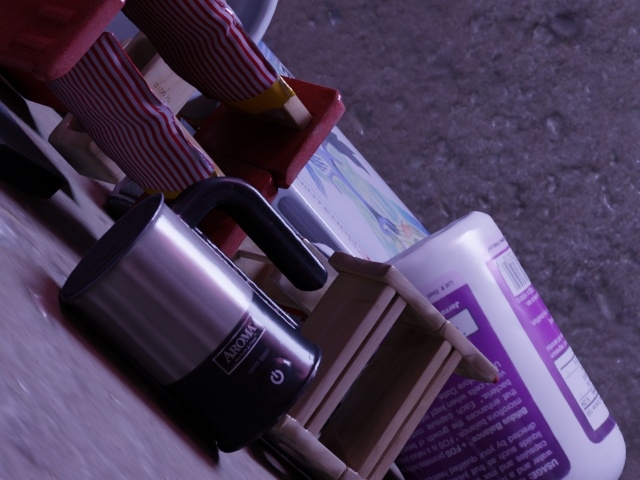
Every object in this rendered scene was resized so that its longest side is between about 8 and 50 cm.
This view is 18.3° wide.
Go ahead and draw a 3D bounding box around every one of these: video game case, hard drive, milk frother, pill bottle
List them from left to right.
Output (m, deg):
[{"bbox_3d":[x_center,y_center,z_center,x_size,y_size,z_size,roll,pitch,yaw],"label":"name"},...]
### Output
[{"bbox_3d":[-0.229,-0.088,1.291,0.135,0.022,0.094,49,5,23],"label":"hard drive"},{"bbox_3d":[-0.081,0.042,1.176,0.135,0.129,0.143,46,-39,-14],"label":"milk frother"},{"bbox_3d":[0.016,-0.035,1.801,0.300,0.036,0.329,48,13,-14],"label":"video game case"},{"bbox_3d":[0.135,0.143,1.573,0.302,0.169,0.169,59,5,0],"label":"pill bottle"}]

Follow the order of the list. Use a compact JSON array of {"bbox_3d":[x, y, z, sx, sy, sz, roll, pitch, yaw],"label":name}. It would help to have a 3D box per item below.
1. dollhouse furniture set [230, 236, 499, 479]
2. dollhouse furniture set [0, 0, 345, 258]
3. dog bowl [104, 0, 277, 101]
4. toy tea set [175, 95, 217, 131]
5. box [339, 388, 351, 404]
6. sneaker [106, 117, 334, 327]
[{"bbox_3d":[-0.002,0.089,1.344,0.129,0.129,0.183,44,-16,-32],"label":"dollhouse furniture set"},{"bbox_3d":[-0.178,-0.130,1.390,0.374,0.152,0.201,19,-25,51],"label":"dollhouse furniture set"},{"bbox_3d":[-0.168,-0.245,1.703,0.265,0.265,0.104,45,2,-16],"label":"dog bowl"},{"bbox_3d":[-0.186,-0.244,1.893,0.336,0.124,0.200,44,48,-23],"label":"toy tea set"},{"bbox_3d":[0.061,0.130,1.842,0.232,0.058,0.322,49,6,30],"label":"box"},{"bbox_3d":[-0.074,0.000,1.504,0.153,0.101,0.268,42,1,-41],"label":"sneaker"}]
